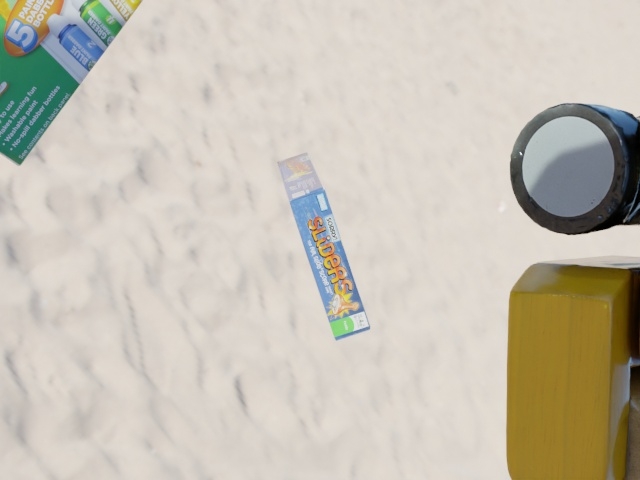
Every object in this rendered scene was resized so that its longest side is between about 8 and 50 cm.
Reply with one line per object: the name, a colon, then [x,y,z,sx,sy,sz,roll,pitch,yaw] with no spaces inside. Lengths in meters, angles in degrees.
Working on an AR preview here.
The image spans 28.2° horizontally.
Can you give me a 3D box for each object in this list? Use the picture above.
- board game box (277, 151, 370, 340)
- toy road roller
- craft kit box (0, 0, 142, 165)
board game box: [0.000,0.000,1.203,0.201,0.035,0.136,-110,-178,-75]
toy road roller: [0.278,0.046,0.910,0.202,0.240,0.330,-2,97,-52]
craft kit box: [-0.225,-0.215,0.838,0.246,0.250,0.061,37,-1,-37]
